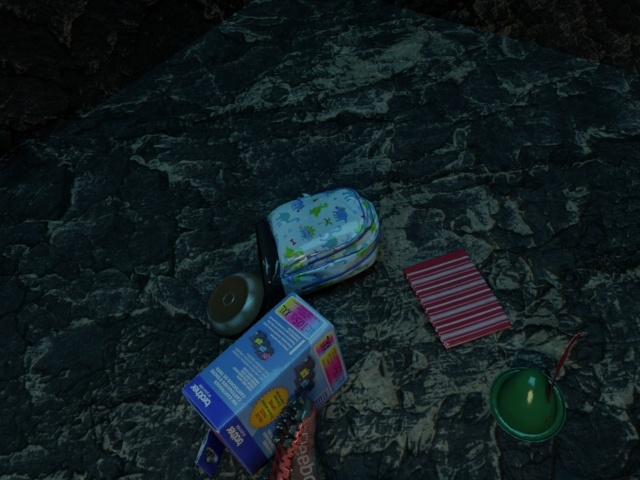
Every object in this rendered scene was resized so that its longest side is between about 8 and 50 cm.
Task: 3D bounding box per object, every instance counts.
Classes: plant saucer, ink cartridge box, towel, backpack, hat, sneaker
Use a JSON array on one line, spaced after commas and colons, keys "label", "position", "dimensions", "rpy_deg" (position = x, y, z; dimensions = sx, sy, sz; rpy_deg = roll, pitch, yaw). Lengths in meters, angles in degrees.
[{"label": "plant saucer", "position": [-0.251, 0.170, 1.466], "dimensions": [0.198, 0.036, 0.198], "rpy_deg": [-17, 53, 24]}, {"label": "ink cartridge box", "position": [-0.134, 0.353, 1.202], "dimensions": [0.395, 0.270, 0.151], "rpy_deg": [-39, 51, -20]}, {"label": "towel", "position": [0.369, 0.153, 1.434], "dimensions": [0.199, 0.031, 0.275], "rpy_deg": [-18, 53, -8]}, {"label": "backpack", "position": [0.000, 0.000, 1.493], "dimensions": [0.355, 0.273, 0.290], "rpy_deg": [-6, 47, -9]}, {"label": "hat", "position": [0.486, 0.325, 1.181], "dimensions": [0.173, 0.183, 0.208], "rpy_deg": [9, 54, 16]}, {"label": "sneaker", "position": [-0.041, 0.472, 1.138], "dimensions": [0.135, 0.276, 0.097], "rpy_deg": [12, 6, -19]}]
